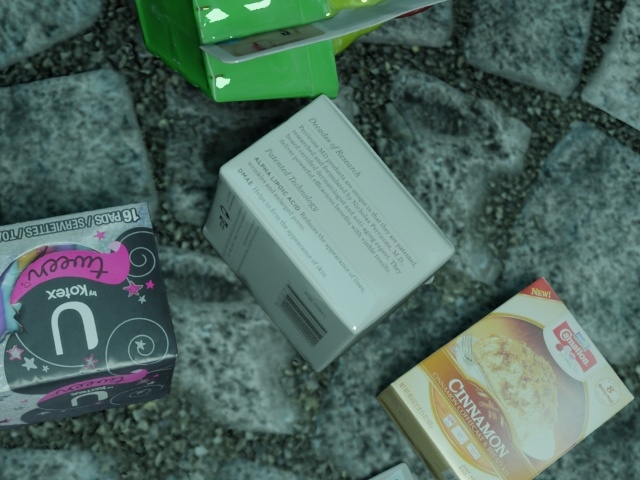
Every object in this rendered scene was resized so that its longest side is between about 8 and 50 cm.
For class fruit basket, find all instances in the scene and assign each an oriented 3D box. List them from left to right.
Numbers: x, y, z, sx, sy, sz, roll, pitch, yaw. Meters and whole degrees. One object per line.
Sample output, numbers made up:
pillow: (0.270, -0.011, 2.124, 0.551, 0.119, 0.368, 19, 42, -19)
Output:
fruit basket: (0.010, -0.260, 1.082, 0.353, 0.327, 0.165, -26, 122, -15)

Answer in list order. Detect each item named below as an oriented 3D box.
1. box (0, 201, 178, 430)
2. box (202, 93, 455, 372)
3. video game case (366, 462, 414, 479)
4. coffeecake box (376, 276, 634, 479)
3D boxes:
box: (-0.254, 0.076, 0.982, 0.247, 0.163, 0.142, -11, 74, -13)
box: (0.000, 0.000, 1.044, 0.119, 0.181, 0.182, -37, 83, -19)
video game case: (0.028, 0.321, 1.033, 0.201, 0.023, 0.183, -23, 78, -17)
coffeecake box: (0.171, 0.146, 1.091, 0.185, 0.068, 0.142, -33, 80, -19)
